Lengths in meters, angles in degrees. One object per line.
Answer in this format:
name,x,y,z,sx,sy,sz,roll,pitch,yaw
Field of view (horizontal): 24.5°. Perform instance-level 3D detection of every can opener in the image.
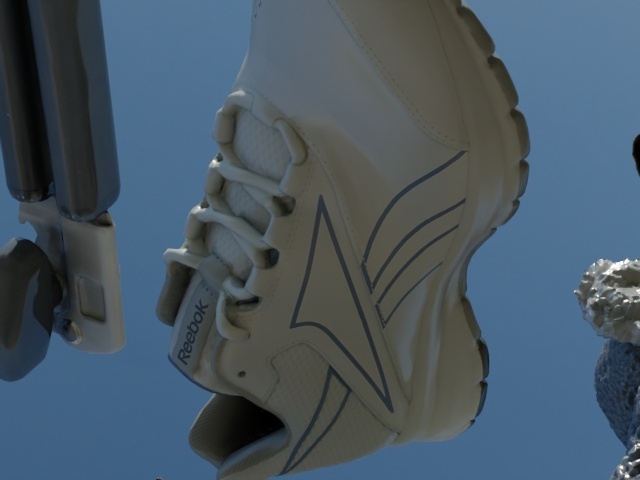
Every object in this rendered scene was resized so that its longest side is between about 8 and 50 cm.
can opener,-0.160,-0.035,0.862,0.093,0.074,0.280,-45,-34,-49

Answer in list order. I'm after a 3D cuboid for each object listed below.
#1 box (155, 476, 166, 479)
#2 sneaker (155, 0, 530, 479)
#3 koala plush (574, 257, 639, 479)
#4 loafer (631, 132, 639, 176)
box,-0.111,0.227,0.817,0.162,0.029,0.116,-41,-94,-4
sneaker,0.000,0.000,0.575,0.129,0.111,0.297,-24,-44,-21
koala plush,0.241,0.112,0.922,0.203,0.221,0.196,-32,-56,4
loafer,0.180,-0.039,0.725,0.050,0.148,0.056,-20,-109,3
